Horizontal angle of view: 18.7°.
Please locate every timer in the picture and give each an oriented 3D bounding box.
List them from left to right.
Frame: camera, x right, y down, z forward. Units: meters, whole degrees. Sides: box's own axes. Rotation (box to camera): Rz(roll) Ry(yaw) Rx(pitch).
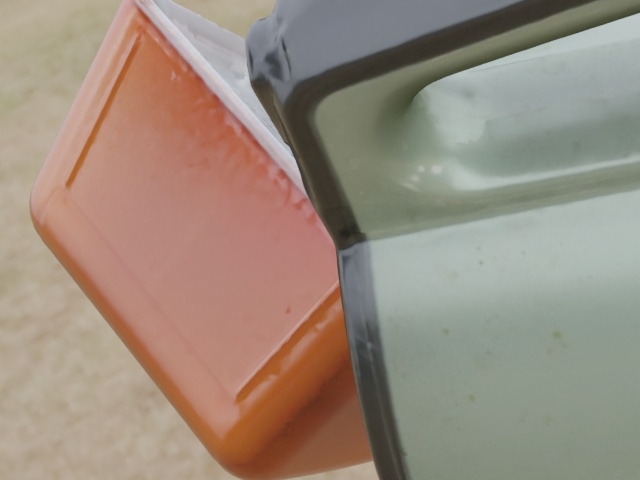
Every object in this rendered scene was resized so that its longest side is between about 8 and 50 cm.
[{"bbox_3d":[0.000,0.000,1.104,0.250,0.257,0.161,-2,-46,-53],"label":"timer"}]

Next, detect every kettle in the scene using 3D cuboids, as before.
[{"bbox_3d":[0.191,-0.023,0.740,0.376,0.361,0.250,-10,59,13],"label":"kettle"}]
